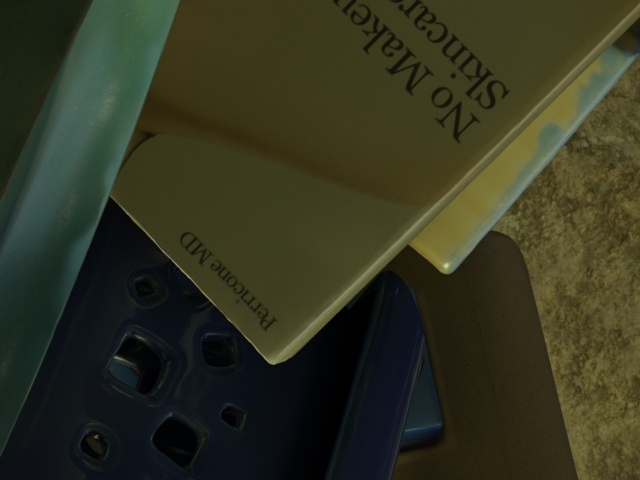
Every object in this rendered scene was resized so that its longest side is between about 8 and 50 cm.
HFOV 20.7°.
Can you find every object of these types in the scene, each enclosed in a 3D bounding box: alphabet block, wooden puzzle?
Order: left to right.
[{"bbox_3d":[-0.002,0.162,1.100,0.348,0.322,0.080,-9,161,-7],"label":"wooden puzzle"},{"bbox_3d":[0.078,-0.126,1.110,0.192,0.197,0.193,-50,178,20],"label":"alphabet block"}]

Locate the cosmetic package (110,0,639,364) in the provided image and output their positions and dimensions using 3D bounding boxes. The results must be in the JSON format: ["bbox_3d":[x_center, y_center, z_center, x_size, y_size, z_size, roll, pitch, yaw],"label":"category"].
[{"bbox_3d":[0.039,-0.106,0.806,0.309,0.160,0.113,-46,177,2],"label":"cosmetic package"}]

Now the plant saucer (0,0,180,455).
[{"bbox_3d":[-0.106,0.000,0.560,0.317,0.043,0.317,-157,-90,-88],"label":"plant saucer"}]

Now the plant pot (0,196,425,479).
[{"bbox_3d":[-0.082,0.115,0.940,0.236,0.212,0.236,126,-17,-58],"label":"plant pot"}]
